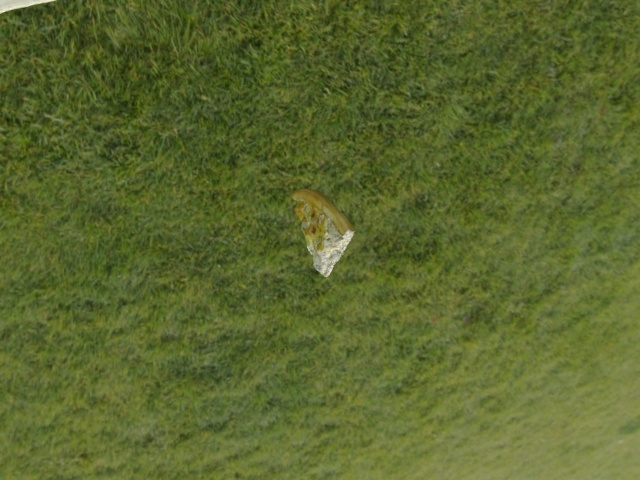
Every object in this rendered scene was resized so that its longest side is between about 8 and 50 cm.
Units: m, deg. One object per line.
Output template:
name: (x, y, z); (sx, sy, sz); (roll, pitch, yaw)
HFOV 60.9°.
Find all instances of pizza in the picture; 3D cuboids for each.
pizza: (0.000, 0.000, 0.608); (0.026, 0.123, 0.109); (-17, 121, -23)

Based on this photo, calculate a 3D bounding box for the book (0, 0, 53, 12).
book: (-0.300, -0.326, 0.580); (0.201, 0.289, 0.026); (-23, 144, -15)
